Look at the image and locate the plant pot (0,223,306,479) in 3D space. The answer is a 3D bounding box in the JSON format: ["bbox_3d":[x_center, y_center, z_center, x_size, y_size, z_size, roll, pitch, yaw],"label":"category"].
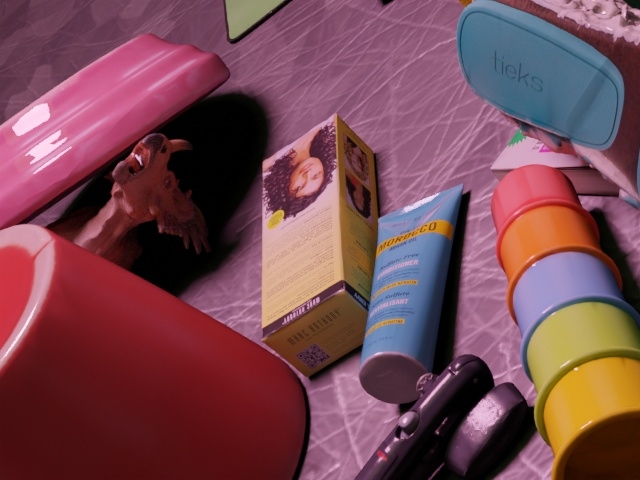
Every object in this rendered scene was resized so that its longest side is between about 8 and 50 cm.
[{"bbox_3d":[-0.190,0.134,1.493,0.275,0.243,0.275,-31,35,25],"label":"plant pot"}]

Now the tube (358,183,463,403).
[{"bbox_3d":[0.068,0.035,1.485,0.080,0.052,0.207,-18,34,23],"label":"tube"}]

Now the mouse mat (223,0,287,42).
[{"bbox_3d":[-0.045,-0.296,2.045,0.152,0.007,0.190,-35,33,19],"label":"mouse mat"}]

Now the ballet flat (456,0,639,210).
[{"bbox_3d":[0.247,-0.088,1.300,0.147,0.147,0.409,-47,43,1],"label":"ballet flat"}]

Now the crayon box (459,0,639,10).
[{"bbox_3d":[0.190,-0.298,1.401,0.313,0.363,0.106,-20,40,38],"label":"crayon box"}]

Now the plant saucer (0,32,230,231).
[{"bbox_3d":[-0.241,-0.093,1.841,0.332,0.084,0.332,-35,5,4],"label":"plant saucer"}]

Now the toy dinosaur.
[{"bbox_3d":[-0.202,0.004,1.793,0.200,0.127,0.295,-45,13,-16],"label":"toy dinosaur"}]

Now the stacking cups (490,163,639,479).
[{"bbox_3d":[0.170,0.047,1.290,0.096,0.096,0.316,-36,32,18],"label":"stacking cups"}]

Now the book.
[{"bbox_3d":[0.205,-0.080,1.460,0.144,0.035,0.096,2,52,54],"label":"book"}]

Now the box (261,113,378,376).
[{"bbox_3d":[0.000,0.000,1.593,0.087,0.058,0.232,-33,34,22],"label":"box"}]

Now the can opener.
[{"bbox_3d":[0.058,0.156,1.337,0.186,0.059,0.073,-46,31,2],"label":"can opener"}]
